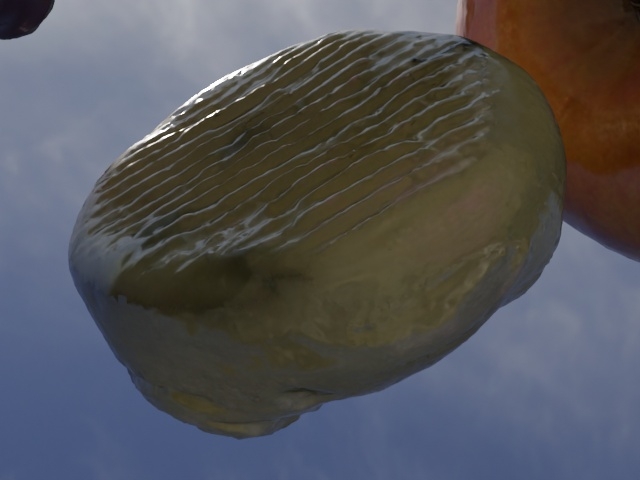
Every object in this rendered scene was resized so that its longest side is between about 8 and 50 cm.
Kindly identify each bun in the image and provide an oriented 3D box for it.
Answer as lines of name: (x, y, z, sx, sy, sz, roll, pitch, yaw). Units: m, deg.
bun: (0.000, 0.000, 0.679, 0.210, 0.116, 0.237, -37, -152, -17)

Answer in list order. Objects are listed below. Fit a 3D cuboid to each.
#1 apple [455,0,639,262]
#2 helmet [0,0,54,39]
apple: (0.214, -0.131, 0.791, 0.275, 0.299, 0.299, -26, -121, -41)
helmet: (-0.309, -0.226, 1.256, 0.175, 0.155, 0.106, 44, -138, 9)
